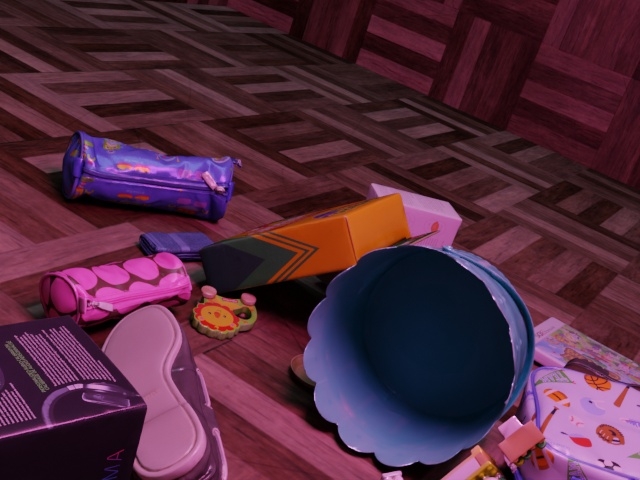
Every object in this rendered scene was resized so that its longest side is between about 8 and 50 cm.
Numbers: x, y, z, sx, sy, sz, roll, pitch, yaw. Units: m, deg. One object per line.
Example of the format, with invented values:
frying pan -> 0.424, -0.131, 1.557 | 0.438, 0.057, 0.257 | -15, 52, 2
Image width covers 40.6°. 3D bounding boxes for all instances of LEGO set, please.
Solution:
LEGO set -> 0.128, 0.294, 0.909 | 0.286, 0.132, 0.107 | -14, 39, -17

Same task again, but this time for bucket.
bucket -> 0.136, 0.135, 1.112 | 0.281, 0.281, 0.183 | 27, 15, 20

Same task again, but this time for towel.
towel -> -0.233, 0.010, 1.416 | 0.119, 0.029, 0.067 | -1, 30, -39

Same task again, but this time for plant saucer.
plant saucer -> -0.004, 0.188, 1.204 | 0.083, 0.015, 0.083 | 17, 23, -7

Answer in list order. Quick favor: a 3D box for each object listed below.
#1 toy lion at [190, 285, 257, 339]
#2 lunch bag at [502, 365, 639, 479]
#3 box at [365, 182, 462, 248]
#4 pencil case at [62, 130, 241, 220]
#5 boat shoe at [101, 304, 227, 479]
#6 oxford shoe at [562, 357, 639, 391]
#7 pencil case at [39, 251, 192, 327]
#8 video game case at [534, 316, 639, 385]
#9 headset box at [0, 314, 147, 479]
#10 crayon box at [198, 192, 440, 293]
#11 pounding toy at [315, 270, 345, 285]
toy lion -> -0.140, 0.111, 1.260 | 0.100, 0.034, 0.096 | 11, 30, -20
lunch bag -> 0.394, 0.291, 1.137 | 0.303, 0.115, 0.243 | 15, 25, 3
box -> 0.165, -0.020, 1.674 | 0.170, 0.130, 0.091 | 13, 22, -16
pencil case -> -0.296, -0.111, 1.524 | 0.306, 0.120, 0.133 | 8, 2, -23
boat shoe -> -0.181, 0.191, 0.983 | 0.112, 0.096, 0.335 | -24, 29, -7
oxford shoe -> 0.466, 0.262, 1.337 | 0.227, 0.083, 0.096 | 18, 21, 32
pencil case -> -0.268, 0.069, 1.169 | 0.098, 0.095, 0.209 | -9, 4, 39
video game case -> 0.464, 0.210, 1.512 | 0.212, 0.023, 0.193 | 31, 23, 26
headset box -> -0.299, 0.204, 0.617 | 0.283, 0.247, 0.131 | -4, 31, -46
crayon box -> 0.000, 0.000, 1.330 | 0.318, 0.081, 0.202 | -12, 6, 29
pounding toy -> 0.130, 0.072, 1.477 | 0.181, 0.094, 0.206 | -7, 34, -46
